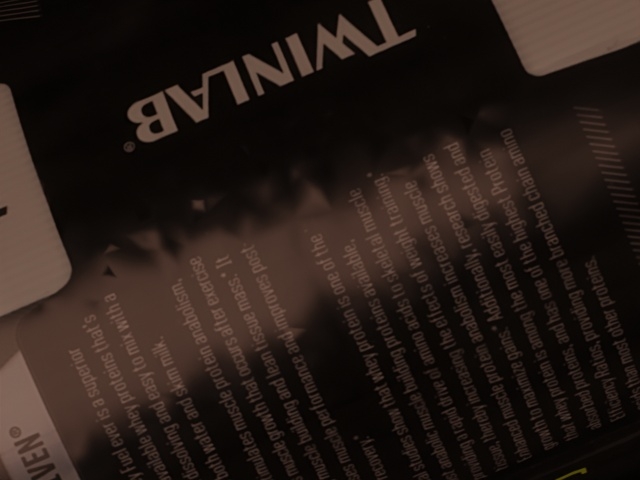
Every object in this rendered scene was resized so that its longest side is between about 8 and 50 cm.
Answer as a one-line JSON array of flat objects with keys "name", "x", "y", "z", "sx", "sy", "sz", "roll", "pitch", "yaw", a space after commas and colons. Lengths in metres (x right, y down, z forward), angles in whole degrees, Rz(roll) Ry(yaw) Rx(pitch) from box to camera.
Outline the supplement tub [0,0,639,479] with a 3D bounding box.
[{"name": "supplement tub", "x": 0.000, "y": 0.000, "z": 0.477, "sx": 0.338, "sy": 0.207, "sz": 0.207, "roll": -23, "pitch": 95, "yaw": 1}]
